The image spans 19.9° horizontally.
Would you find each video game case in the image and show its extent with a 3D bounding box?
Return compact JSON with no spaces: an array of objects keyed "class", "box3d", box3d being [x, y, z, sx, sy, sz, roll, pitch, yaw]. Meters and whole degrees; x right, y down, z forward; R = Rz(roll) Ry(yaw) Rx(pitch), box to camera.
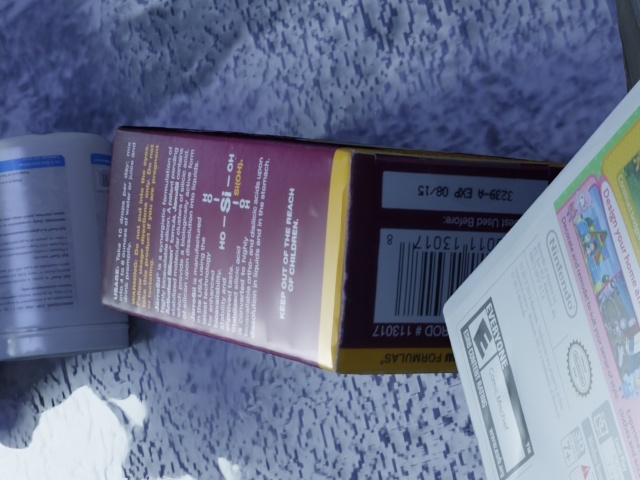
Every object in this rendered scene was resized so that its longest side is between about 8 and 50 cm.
[{"class":"video game case","box3d":[0.103,0.068,0.491,0.193,0.023,0.212,125,138,-54]}]

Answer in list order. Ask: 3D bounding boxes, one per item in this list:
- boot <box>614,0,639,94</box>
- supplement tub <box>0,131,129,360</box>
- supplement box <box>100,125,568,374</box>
[{"class":"boot","box3d":[0.120,-0.002,0.635,0.263,0.091,0.229,-89,6,-49]},{"class":"supplement tub","box3d":[-0.133,0.004,0.900,0.071,0.071,0.107,-9,84,42]},{"class":"supplement box","box3d":[0.000,0.000,0.727,0.188,0.104,0.080,10,96,57]}]
